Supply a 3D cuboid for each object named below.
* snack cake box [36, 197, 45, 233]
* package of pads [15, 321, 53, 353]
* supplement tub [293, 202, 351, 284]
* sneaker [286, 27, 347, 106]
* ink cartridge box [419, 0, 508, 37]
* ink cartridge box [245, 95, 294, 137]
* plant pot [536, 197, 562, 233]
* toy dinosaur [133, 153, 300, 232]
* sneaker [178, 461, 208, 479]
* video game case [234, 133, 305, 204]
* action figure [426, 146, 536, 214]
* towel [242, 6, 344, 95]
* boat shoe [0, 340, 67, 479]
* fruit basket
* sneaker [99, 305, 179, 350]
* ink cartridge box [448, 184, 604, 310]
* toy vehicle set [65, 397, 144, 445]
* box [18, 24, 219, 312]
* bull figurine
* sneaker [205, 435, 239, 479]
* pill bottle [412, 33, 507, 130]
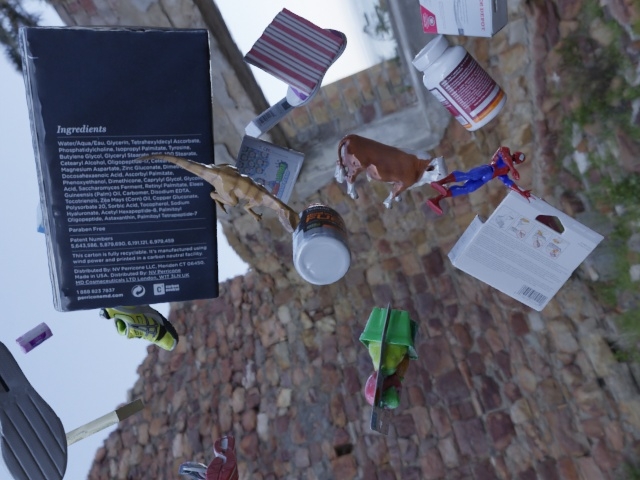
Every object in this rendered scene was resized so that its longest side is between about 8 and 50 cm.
[{"bbox_3d":[-0.742,-0.068,1.866,0.264,0.089,0.152,15,-159,-32],"label":"snack cake box"},{"bbox_3d":[-0.733,0.249,1.522,0.032,0.083,0.050,42,149,17],"label":"package of pads"},{"bbox_3d":[0.000,0.000,2.207,0.338,0.207,0.207,-98,-14,-63],"label":"supplement tub"},{"bbox_3d":[-0.056,-0.525,1.791,0.161,0.282,0.102,-16,-119,-50],"label":"sneaker"},{"bbox_3d":[0.257,-0.434,1.070,0.150,0.063,0.109,22,140,40],"label":"ink cartridge box"},{"bbox_3d":[-0.177,-0.408,2.013,0.066,0.189,0.232,53,161,-14],"label":"ink cartridge box"},{"bbox_3d":[0.614,0.008,1.709,0.180,0.201,0.201,50,-170,1],"label":"plant pot"},{"bbox_3d":[-0.119,-0.075,0.724,0.112,0.211,0.064,2,71,68],"label":"toy dinosaur"},{"bbox_3d":[-0.381,0.784,1.955,0.072,0.178,0.077,161,125,-69],"label":"sneaker"},{"bbox_3d":[-0.127,-0.154,1.367,0.019,0.143,0.157,-84,14,-52],"label":"video game case"},{"bbox_3d":[0.391,-0.127,1.345,0.139,0.280,0.091,44,149,31],"label":"action figure"},{"bbox_3d":[-0.049,-0.367,1.155,0.197,0.144,0.029,-64,3,-37],"label":"towel"},{"bbox_3d":[-0.601,0.334,1.162,0.121,0.119,0.335,-27,-82,-39],"label":"boat shoe"},{"bbox_3d":[0.211,0.389,1.754,0.327,0.165,0.353,57,-145,-64],"label":"fruit basket"},{"bbox_3d":[-0.657,0.299,2.139,0.147,0.145,0.384,-58,-42,-25],"label":"sneaker"},{"bbox_3d":[0.528,0.016,1.537,0.296,0.261,0.066,27,-158,-14],"label":"ink cartridge box"},{"bbox_3d":[-0.663,0.542,1.719,0.035,0.267,0.166,65,-174,6],"label":"toy vehicle set"},{"bbox_3d":[-0.368,-0.178,1.182,0.480,0.297,0.471,-125,33,-66],"label":"box"},{"bbox_3d":[0.186,-0.185,1.595,0.101,0.310,0.188,-77,8,-53],"label":"bull figurine"},{"bbox_3d":[-0.260,0.663,1.671,0.221,0.087,0.128,-86,-16,-74],"label":"sneaker"},{"bbox_3d":[0.226,-0.260,0.974,0.152,0.086,0.086,42,-163,-14],"label":"pill bottle"}]
